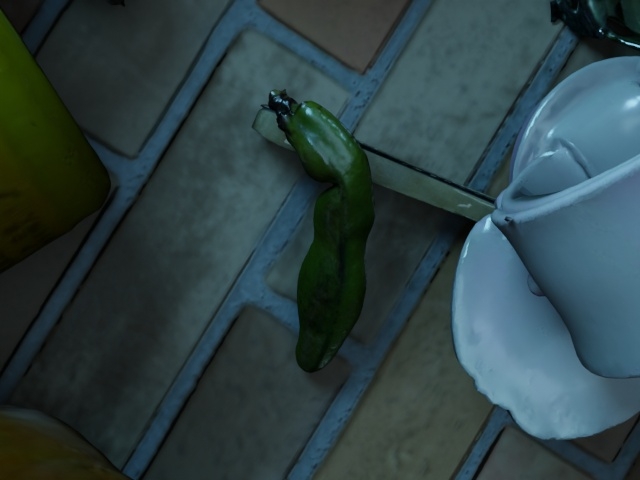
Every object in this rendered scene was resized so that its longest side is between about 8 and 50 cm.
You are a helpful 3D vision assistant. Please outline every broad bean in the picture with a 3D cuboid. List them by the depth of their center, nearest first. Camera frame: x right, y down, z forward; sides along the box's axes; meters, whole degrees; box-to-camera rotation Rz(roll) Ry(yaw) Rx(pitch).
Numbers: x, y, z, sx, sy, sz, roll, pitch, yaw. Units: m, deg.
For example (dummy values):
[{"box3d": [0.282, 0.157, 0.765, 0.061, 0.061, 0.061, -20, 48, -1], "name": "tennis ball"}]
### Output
[{"box3d": [0.007, -0.001, 0.716, 0.061, 0.046, 0.195, 9, 121, 28], "name": "broad bean"}]

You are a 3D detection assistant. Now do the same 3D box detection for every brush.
[{"box3d": [0.115, -0.035, 0.754, 0.327, 0.070, 0.065, 21, 98, -8], "name": "brush"}]

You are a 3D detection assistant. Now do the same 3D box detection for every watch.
[{"box3d": [0.192, 0.003, 0.621, 0.244, 0.231, 0.196, -37, 98, -9], "name": "watch"}]

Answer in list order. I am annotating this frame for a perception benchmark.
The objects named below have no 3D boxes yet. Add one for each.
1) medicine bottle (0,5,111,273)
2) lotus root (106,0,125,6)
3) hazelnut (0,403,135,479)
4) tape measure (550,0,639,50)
[{"box3d": [-0.325, -0.015, 0.598, 0.384, 0.224, 0.224, -33, 99, -6], "name": "medicine bottle"}, {"box3d": [-0.171, -0.234, 0.577, 0.078, 0.329, 0.167, -29, 62, 14], "name": "lotus root"}, {"box3d": [-0.190, 0.262, 0.592, 0.315, 0.372, 0.372, -21, 99, 30], "name": "hazelnut"}, {"box3d": [0.293, -0.174, 0.715, 0.235, 0.207, 0.115, -33, 135, -7], "name": "tape measure"}]
